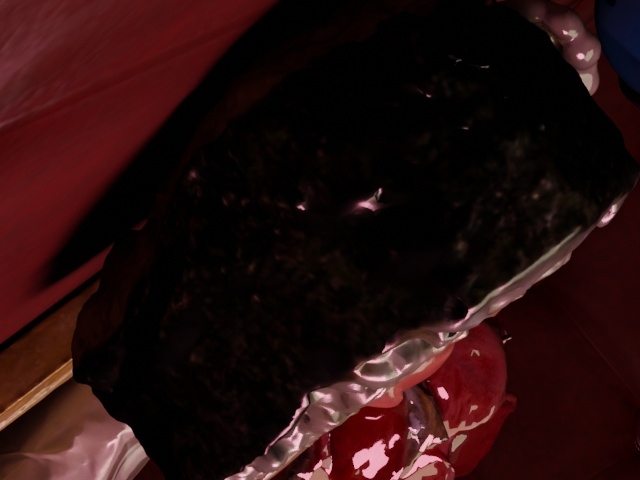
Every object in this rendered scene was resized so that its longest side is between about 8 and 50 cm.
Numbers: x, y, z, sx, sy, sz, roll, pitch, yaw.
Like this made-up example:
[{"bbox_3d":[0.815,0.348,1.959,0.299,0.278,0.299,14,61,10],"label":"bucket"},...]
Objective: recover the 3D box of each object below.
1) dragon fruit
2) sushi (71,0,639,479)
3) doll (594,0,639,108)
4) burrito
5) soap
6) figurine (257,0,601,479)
[{"bbox_3d":[0.013,0.111,1.433,0.329,0.329,0.329,-39,177,-2],"label":"dragon fruit"},{"bbox_3d":[0.000,0.000,0.827,0.211,0.171,0.350,-34,174,-40],"label":"sushi"},{"bbox_3d":[0.412,-0.252,1.572,0.310,0.240,0.284,-56,-161,19],"label":"doll"},{"bbox_3d":[-0.143,0.107,1.146,0.445,0.101,0.139,-45,-159,-11],"label":"burrito"},{"bbox_3d":[-0.228,0.114,1.016,0.252,0.037,0.092,-38,176,-20],"label":"soap"},{"bbox_3d":[0.058,0.005,1.051,0.387,0.166,0.207,-56,159,-21],"label":"figurine"}]
